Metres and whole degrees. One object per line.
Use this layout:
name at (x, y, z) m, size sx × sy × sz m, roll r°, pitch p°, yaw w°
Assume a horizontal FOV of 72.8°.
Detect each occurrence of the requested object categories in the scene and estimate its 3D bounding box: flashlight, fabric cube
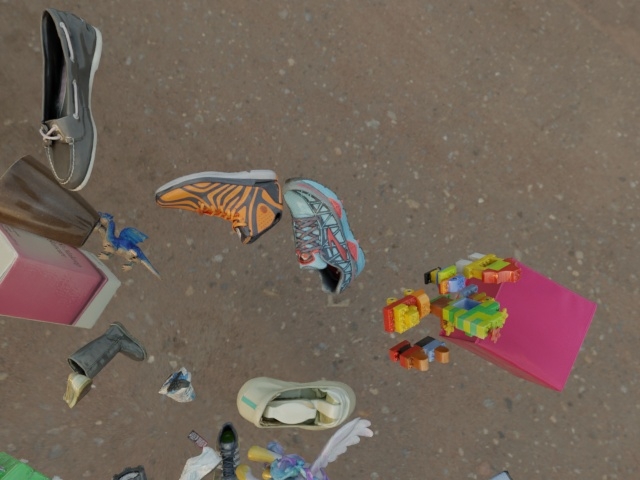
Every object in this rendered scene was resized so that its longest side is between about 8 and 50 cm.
flashlight at (-0.560, 0.858, 1.324) m, size 0.103 × 0.103 × 0.304 m, roll -9°, pitch 91°, yaw -63°
fabric cube at (0.538, 0.227, 1.222) m, size 0.258 × 0.259 × 0.254 m, roll 27°, pitch 81°, yaw -1°

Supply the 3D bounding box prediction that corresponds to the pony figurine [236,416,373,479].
pony figurine at (-0.033, 0.637, 1.140) m, size 0.351 × 0.363 × 0.303 m, roll 7°, pitch 81°, yaw -57°

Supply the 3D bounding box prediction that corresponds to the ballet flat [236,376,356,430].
ballet flat at (-0.016, 0.272, 0.705) m, size 0.248 × 0.086 × 0.086 m, roll 16°, pitch 61°, yaw -36°

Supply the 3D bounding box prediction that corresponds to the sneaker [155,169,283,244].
sneaker at (-0.244, -0.075, 1.104) m, size 0.321 × 0.124 × 0.180 m, roll -9°, pitch 81°, yaw -18°

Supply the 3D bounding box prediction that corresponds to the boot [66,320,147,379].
boot at (-0.698, 0.389, 1.436) m, size 0.190 × 0.076 × 0.208 m, roll 49°, pitch 22°, yaw -13°

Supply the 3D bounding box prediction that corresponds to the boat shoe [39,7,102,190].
boat shoe at (-0.494, -0.266, 0.825) m, size 0.095 × 0.112 × 0.335 m, roll 8°, pitch 84°, yaw -63°

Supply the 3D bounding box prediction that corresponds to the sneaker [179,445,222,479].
sneaker at (-0.322, 0.583, 1.082) m, size 0.152 × 0.054 × 0.061 m, roll -38°, pitch 72°, yaw -26°

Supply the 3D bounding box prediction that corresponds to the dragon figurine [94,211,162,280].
dragon figurine at (-0.618, 0.015, 1.403) m, size 0.289 × 0.085 × 0.144 m, roll 29°, pitch 38°, yaw -24°

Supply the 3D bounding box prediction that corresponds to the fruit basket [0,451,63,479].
fruit basket at (-0.522, 0.473, 0.580) m, size 0.165 × 0.327 × 0.353 m, roll 54°, pitch 47°, yaw -16°

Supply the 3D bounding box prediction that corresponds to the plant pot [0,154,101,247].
plant pot at (-0.743, -0.080, 1.192) m, size 0.230 × 0.215 × 0.215 m, roll 33°, pitch 59°, yaw -21°

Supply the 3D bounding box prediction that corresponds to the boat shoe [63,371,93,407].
boat shoe at (-0.588, 0.357, 1.041) m, size 0.048 × 0.153 × 0.056 m, roll 40°, pitch 46°, yaw -4°

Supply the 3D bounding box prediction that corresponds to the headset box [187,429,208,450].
headset box at (-0.436, 0.717, 1.551) m, size 0.083 × 0.062 × 0.032 m, roll 38°, pitch 60°, yaw 3°

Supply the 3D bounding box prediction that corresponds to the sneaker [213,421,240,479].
sneaker at (-0.346, 0.811, 1.600) m, size 0.111 × 0.121 × 0.300 m, roll -5°, pitch 31°, yaw -15°

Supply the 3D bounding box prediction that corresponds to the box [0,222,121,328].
box at (-0.566, 0.077, 0.889) m, size 0.148 × 0.232 × 0.127 m, roll 32°, pitch 88°, yaw 30°

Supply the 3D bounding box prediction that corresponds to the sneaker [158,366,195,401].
sneaker at (-0.355, 0.384, 1.130) m, size 0.083 × 0.190 × 0.071 m, roll 39°, pitch 58°, yaw -11°

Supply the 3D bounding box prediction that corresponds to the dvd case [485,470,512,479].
dvd case at (0.187, 0.392, 0.486) m, size 0.253 × 0.022 × 0.180 m, roll -2°, pitch 48°, yaw -35°

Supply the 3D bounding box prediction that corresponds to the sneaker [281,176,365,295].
sneaker at (0.000, 0.000, 0.839) m, size 0.262 × 0.104 × 0.125 m, roll 57°, pitch 48°, yaw -26°

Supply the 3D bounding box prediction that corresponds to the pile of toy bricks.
pile of toy bricks at (0.186, 0.097, 0.557) m, size 0.212 × 0.105 × 0.118 m, roll -20°, pitch 111°, yaw -32°
